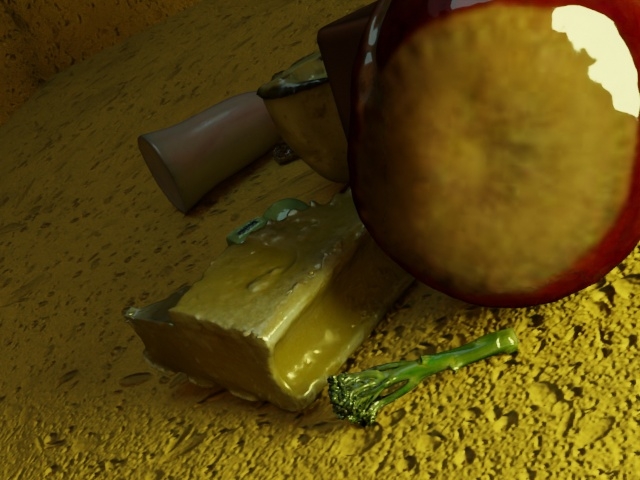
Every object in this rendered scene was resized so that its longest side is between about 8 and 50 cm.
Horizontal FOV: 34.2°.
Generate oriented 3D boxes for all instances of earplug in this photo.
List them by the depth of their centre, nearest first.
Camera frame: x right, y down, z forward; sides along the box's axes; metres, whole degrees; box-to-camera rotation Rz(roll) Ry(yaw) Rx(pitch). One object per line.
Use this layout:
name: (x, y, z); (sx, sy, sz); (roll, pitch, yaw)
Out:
earplug: (-0.184, -0.200, 2.034); (0.301, 0.172, 0.172); (-32, 23, -17)

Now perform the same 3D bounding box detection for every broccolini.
broccolini: (0.113, 0.149, 1.134); (0.216, 0.067, 0.058); (-17, 30, 11)

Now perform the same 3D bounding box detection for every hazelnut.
hazelnut: (0.198, -0.134, 1.136); (0.359, 0.410, 0.359); (5, 12, -1)

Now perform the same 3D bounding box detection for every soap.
soap: (-0.050, 0.045, 1.376); (0.304, 0.169, 0.339); (10, 45, 42)

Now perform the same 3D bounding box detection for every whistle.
whistle: (-0.089, 0.010, 1.587); (0.227, 0.085, 0.105); (-37, 24, -16)

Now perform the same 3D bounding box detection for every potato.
potato: (0.049, -0.218, 1.705); (0.242, 0.243, 0.285); (-6, 27, 44)

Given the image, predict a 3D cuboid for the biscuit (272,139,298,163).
biscuit: (0.018, -0.210, 1.950); (0.236, 0.026, 0.131); (-33, 26, -2)

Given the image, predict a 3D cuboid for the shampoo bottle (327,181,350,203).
shampoo bottle: (0.000, 0.000, 1.440); (0.260, 0.064, 0.102); (-43, 0, 15)

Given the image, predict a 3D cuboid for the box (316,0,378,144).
box: (0.189, -0.263, 1.527); (0.239, 0.229, 0.339); (-2, 25, 47)
